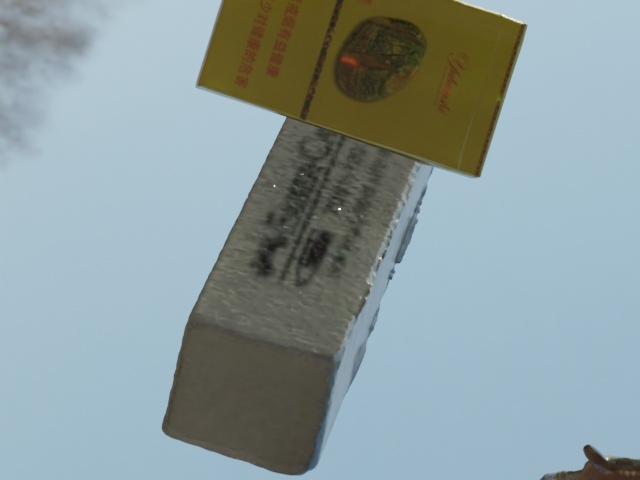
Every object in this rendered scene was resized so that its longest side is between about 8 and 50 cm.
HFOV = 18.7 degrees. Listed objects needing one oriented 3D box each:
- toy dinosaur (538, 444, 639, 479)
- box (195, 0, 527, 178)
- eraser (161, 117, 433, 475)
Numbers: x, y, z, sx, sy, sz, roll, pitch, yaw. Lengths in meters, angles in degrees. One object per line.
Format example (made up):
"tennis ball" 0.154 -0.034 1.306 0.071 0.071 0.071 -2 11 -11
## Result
"toy dinosaur" 0.296 0.131 1.282 0.327 0.206 0.113 -46 -162 31
"box" 0.022 -0.095 1.000 0.023 0.155 0.087 168 -60 -81
"eraser" 0.000 -0.001 1.384 0.077 0.111 0.352 96 14 -50
